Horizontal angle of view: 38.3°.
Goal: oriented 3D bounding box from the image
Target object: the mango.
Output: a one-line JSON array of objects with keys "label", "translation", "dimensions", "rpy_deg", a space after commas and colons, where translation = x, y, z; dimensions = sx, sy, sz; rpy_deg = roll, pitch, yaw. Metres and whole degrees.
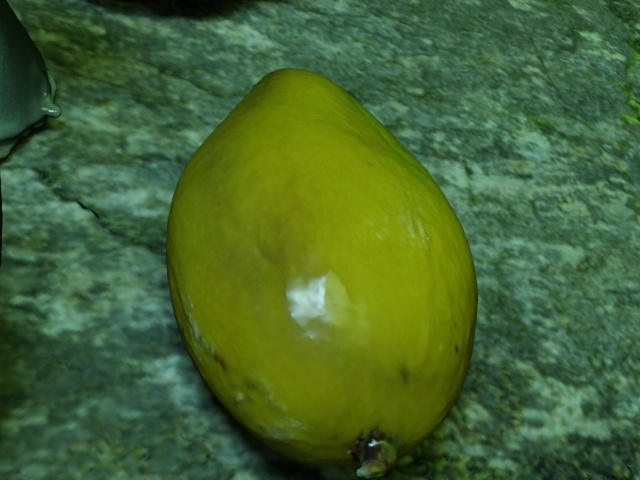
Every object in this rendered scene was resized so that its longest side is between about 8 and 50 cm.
[{"label": "mango", "translation": [0.000, 0.000, 0.525], "dimensions": [0.176, 0.119, 0.317], "rpy_deg": [14, 38, -16]}]

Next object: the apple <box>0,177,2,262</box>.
[{"label": "apple", "translation": [-0.238, -0.023, 0.306], "dimensions": [0.264, 0.264, 0.264], "rpy_deg": [16, 47, -18]}]

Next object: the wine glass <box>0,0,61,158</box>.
[{"label": "wine glass", "translation": [-0.189, -0.166, 0.465], "dimensions": [0.156, 0.232, 0.156], "rpy_deg": [16, 47, -18]}]
